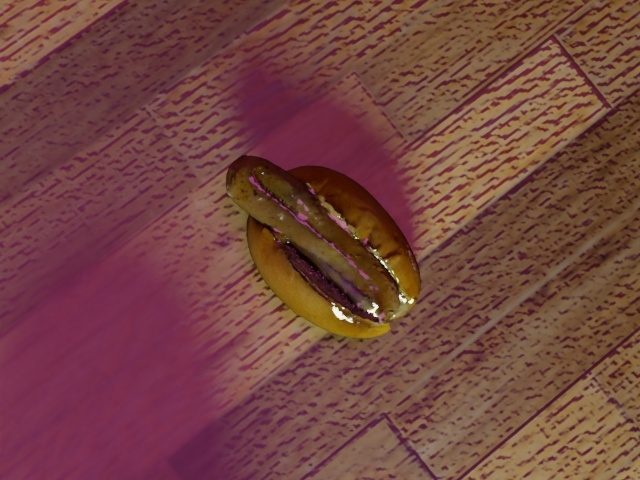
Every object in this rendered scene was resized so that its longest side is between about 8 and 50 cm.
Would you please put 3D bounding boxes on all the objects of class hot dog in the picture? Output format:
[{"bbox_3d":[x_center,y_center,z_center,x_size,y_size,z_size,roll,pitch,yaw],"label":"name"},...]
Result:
[{"bbox_3d":[0.002,-0.001,0.910,0.090,0.060,0.140,-38,84,-16],"label":"hot dog"}]
